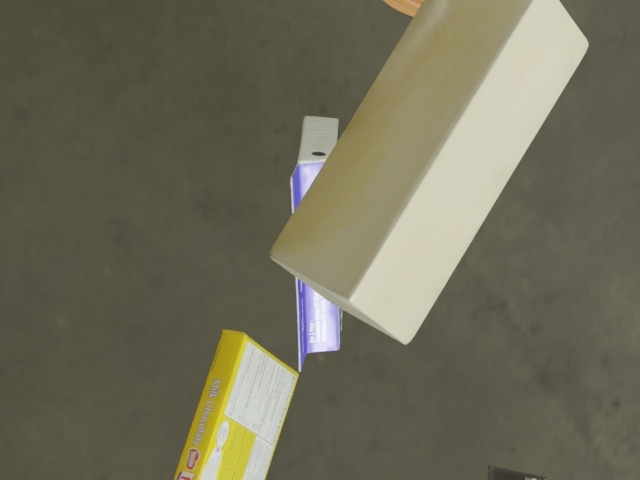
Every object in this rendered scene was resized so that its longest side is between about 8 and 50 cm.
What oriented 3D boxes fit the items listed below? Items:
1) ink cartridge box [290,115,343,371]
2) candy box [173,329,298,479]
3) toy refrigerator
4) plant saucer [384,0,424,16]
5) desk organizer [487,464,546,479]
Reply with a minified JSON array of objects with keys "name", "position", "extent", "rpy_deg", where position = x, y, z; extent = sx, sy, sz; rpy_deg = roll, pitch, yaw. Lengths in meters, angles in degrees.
[{"name":"ink cartridge box","position":[0.000,0.000,1.719],"extent":[0.045,0.206,0.208],"rpy_deg":[-1,21,5]},{"name":"candy box","position":[-0.076,0.181,1.307],"extent":[0.027,0.105,0.206],"rpy_deg":[11,73,25]},{"name":"toy refrigerator","position":[0.080,-0.070,1.259],"extent":[0.094,0.102,0.269],"rpy_deg":[29,85,35]},{"name":"plant saucer","position":[0.135,-0.307,1.742],"extent":[0.200,0.200,0.037],"rpy_deg":[-6,40,-1]},{"name":"desk organizer","position":[0.142,0.234,1.279],"extent":[0.047,0.050,0.130],"rpy_deg":[12,33,0]}]
